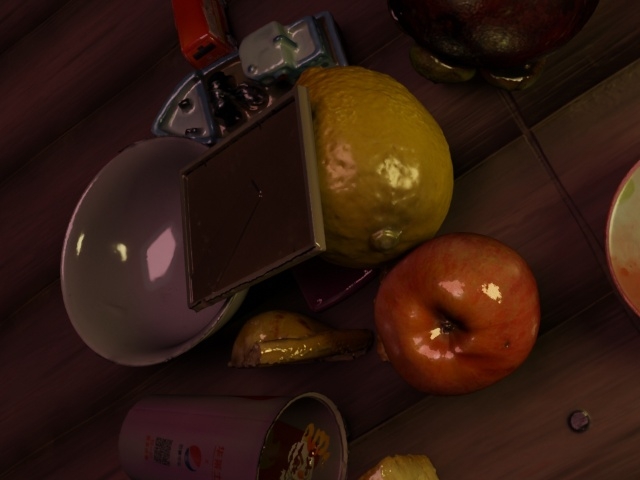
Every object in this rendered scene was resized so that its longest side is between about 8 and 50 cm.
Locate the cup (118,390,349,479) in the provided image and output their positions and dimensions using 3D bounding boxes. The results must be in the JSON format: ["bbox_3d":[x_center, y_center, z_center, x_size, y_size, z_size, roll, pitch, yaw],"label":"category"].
[{"bbox_3d":[-0.130,0.291,1.368,0.288,0.203,0.203,1,77,36],"label":"cup"}]

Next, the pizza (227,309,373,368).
[{"bbox_3d":[-0.057,0.133,1.355,0.188,0.204,0.081,-10,82,34],"label":"pizza"}]

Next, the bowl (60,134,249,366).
[{"bbox_3d":[-0.210,0.028,1.488,0.345,0.157,0.345,-8,72,27],"label":"bowl"}]

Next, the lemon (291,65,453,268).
[{"bbox_3d":[0.046,-0.102,1.322,0.245,0.245,0.320,-37,44,17],"label":"lemon"}]

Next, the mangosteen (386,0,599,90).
[{"bbox_3d":[0.205,-0.337,1.268,0.300,0.300,0.300,-8,73,28],"label":"mangosteen"}]

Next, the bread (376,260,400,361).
[{"bbox_3d":[0.103,0.090,1.358,0.052,0.044,0.157,-8,72,34],"label":"bread"}]

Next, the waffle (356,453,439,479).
[{"bbox_3d":[0.028,0.377,1.253,0.274,0.168,0.057,-46,66,10],"label":"waffle"}]

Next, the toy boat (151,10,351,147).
[{"bbox_3d":[-0.116,-0.235,1.521,0.332,0.133,0.145,-25,67,22],"label":"toy boat"}]

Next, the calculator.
[{"bbox_3d":[0.000,0.000,1.450,0.126,0.034,0.190,-34,63,16],"label":"calculator"}]

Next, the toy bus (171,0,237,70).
[{"bbox_3d":[-0.194,-0.354,1.618,0.079,0.077,0.174,-31,52,20],"label":"toy bus"}]

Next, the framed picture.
[{"bbox_3d":[-0.098,-0.044,1.276,0.289,0.020,0.211,-27,62,47],"label":"framed picture"}]

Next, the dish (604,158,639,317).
[{"bbox_3d":[0.469,0.000,1.150,0.260,0.085,0.260,-7,75,29],"label":"dish"}]

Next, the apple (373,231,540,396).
[{"bbox_3d":[0.167,0.092,1.235,0.209,0.164,0.209,6,108,18],"label":"apple"}]
